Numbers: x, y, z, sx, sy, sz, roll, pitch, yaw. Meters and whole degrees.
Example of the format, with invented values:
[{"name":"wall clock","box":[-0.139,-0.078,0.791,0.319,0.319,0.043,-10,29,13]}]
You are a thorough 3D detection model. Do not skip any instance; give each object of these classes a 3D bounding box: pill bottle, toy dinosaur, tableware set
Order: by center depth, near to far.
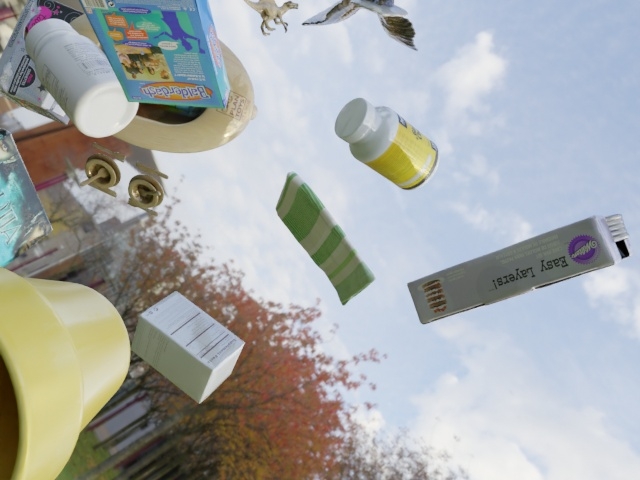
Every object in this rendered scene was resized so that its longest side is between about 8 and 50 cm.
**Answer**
[{"name":"pill bottle","box":[0.114,-0.167,0.958,0.184,0.103,0.103,27,-3,-37]},{"name":"pill bottle","box":[-0.465,-0.317,1.071,0.229,0.131,0.131,47,-28,19]},{"name":"tableware set","box":[-0.457,-0.130,1.283,0.194,0.039,0.128,25,-53,-4]},{"name":"toy dinosaur","box":[-0.128,-0.537,1.316,0.053,0.183,0.093,-4,-83,45]}]

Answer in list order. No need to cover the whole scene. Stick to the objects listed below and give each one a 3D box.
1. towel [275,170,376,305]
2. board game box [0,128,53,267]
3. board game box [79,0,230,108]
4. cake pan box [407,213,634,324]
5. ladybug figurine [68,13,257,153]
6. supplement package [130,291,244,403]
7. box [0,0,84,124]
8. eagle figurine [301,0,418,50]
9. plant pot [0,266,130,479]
[{"name":"towel","box":[0.000,0.000,1.381,0.325,0.038,0.248,55,-21,9]},{"name":"board game box","box":[-0.438,-0.042,0.739,0.026,0.126,0.186,27,-37,17]},{"name":"board game box","box":[-0.226,-0.277,0.787,0.210,0.160,0.047,88,8,-62]},{"name":"cake pan box","box":[0.290,0.039,0.778,0.267,0.246,0.070,-25,-101,33]},{"name":"ladybug figurine","box":[-0.367,-0.355,1.284,0.162,0.449,0.305,-170,-82,-74]},{"name":"supplement package","box":[-0.258,0.204,1.078,0.179,0.105,0.105,35,-56,12]},{"name":"box","box":[-0.661,-0.438,1.364,0.142,0.247,0.163,21,-5,-3]},{"name":"eagle figurine","box":[0.101,-0.474,1.090,0.226,0.225,0.298,53,-18,10]},{"name":"plant pot","box":[-0.333,0.140,0.585,0.254,0.254,0.239,59,12,3]}]
